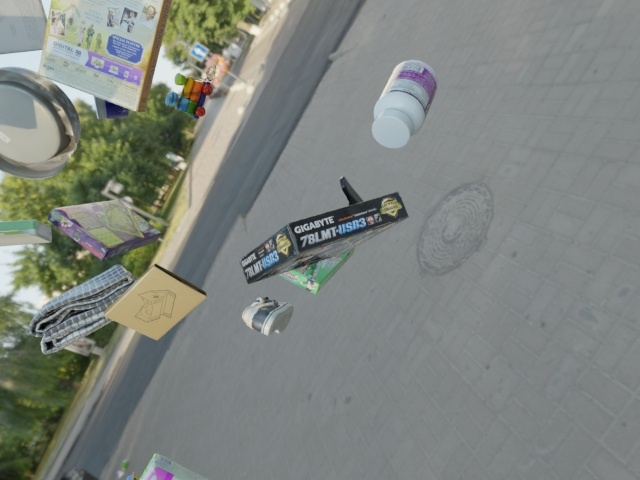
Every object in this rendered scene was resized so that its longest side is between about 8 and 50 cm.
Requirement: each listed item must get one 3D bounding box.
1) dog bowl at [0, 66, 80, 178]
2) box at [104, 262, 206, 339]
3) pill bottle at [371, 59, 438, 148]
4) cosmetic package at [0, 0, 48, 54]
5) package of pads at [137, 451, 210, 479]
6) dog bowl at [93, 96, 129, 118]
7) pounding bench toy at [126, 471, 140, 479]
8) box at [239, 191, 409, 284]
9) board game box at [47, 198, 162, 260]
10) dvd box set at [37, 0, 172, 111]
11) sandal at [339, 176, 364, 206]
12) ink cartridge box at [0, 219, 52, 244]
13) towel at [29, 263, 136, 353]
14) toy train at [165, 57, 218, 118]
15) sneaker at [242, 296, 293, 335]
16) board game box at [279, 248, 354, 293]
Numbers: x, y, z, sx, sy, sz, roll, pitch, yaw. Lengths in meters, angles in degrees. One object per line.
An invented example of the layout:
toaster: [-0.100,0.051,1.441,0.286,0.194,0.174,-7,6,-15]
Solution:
dog bowl: [-0.909,-0.363,1.448,0.349,0.348,0.102,-50,21,29]
box: [-0.420,0.162,1.211,0.201,0.164,0.021,-40,37,16]
pill bottle: [0.273,-0.444,1.559,0.169,0.169,0.302,-33,24,52]
cosmetic package: [-0.922,-0.662,1.372,0.138,0.224,0.224,-137,37,-56]
package of pads: [-0.331,0.641,0.997,0.297,0.229,0.101,-61,10,-21]
dog bowl: [-0.754,-0.565,1.673,0.265,0.104,0.265,170,90,-67]
pounding bench toy: [-0.428,0.585,1.080,0.083,0.065,0.052,-61,11,-11]
box: [0.000,0.000,1.073,0.295,0.293,0.073,-32,79,58]
board game box: [-0.685,-0.044,1.548,0.056,0.208,0.347,-48,0,12]
dvd box set: [-0.589,-0.611,1.314,0.062,0.307,0.420,-73,3,-75]
sandal: [0.084,-0.094,1.224,0.040,0.179,0.067,-25,42,18]
ink cartridge box: [-0.861,-0.026,1.285,0.235,0.171,0.056,138,127,-75]
towel: [-0.627,0.174,1.292,0.283,0.121,0.235,-30,11,-24]
toy train: [-0.497,-0.611,1.833,0.105,0.143,0.248,31,104,39]
sneaker: [-0.193,0.277,1.789,0.321,0.127,0.126,39,-105,-78]
board game box: [-0.035,0.046,1.586,0.317,0.213,0.046,-40,-27,-57]
